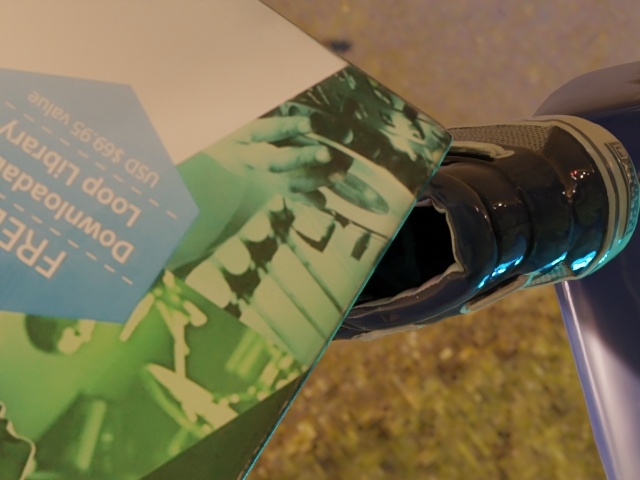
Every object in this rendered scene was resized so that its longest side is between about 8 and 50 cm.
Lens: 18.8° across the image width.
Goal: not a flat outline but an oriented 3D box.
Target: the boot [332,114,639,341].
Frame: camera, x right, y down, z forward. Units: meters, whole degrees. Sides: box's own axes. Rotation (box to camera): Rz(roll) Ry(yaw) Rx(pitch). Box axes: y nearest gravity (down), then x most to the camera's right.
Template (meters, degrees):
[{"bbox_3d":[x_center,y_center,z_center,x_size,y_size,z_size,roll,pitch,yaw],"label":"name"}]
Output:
[{"bbox_3d":[0.000,0.000,0.605,0.190,0.069,0.086,-16,180,44],"label":"boot"}]

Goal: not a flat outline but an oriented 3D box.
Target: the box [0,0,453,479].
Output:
[{"bbox_3d":[-0.149,0.044,0.390,0.322,0.232,0.058,-58,-176,-18],"label":"box"}]

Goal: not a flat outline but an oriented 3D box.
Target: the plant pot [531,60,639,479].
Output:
[{"bbox_3d":[0.231,0.019,0.874,0.212,0.236,0.236,-15,-174,15],"label":"plant pot"}]
